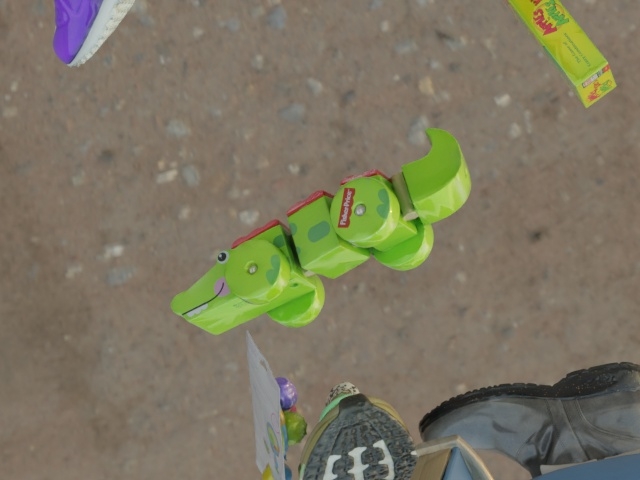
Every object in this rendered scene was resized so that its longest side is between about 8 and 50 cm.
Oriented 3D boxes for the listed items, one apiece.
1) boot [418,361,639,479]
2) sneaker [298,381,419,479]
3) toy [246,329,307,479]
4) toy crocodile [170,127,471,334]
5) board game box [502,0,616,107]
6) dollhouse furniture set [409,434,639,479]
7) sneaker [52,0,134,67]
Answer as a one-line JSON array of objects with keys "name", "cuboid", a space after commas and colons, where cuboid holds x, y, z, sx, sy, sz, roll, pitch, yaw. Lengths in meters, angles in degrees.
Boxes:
[{"name": "boot", "cuboid": [0.290, 0.301, 1.709, 0.338, 0.223, 0.118, -18, 152, 26]}, {"name": "sneaker", "cuboid": [0.031, 0.261, 1.689, 0.158, 0.182, 0.410, -15, 152, -6]}, {"name": "toy", "cuboid": [-0.053, 0.247, 1.745, 0.056, 0.137, 0.237, -11, 124, -19]}, {"name": "toy crocodile", "cuboid": [0.000, 0.000, 1.317, 0.340, 0.105, 0.115, -29, 152, 19]}, {"name": "board game box", "cuboid": [0.248, -0.236, 1.422, 0.043, 0.181, 0.092, -37, 162, 10]}, {"name": "dollhouse furniture set", "cuboid": [0.241, 0.287, 1.103, 0.303, 0.198, 0.286, -19, 109, 26]}, {"name": "sneaker", "cuboid": [-0.244, -0.317, 1.323, 0.146, 0.102, 0.293, 28, 129, -3]}]
